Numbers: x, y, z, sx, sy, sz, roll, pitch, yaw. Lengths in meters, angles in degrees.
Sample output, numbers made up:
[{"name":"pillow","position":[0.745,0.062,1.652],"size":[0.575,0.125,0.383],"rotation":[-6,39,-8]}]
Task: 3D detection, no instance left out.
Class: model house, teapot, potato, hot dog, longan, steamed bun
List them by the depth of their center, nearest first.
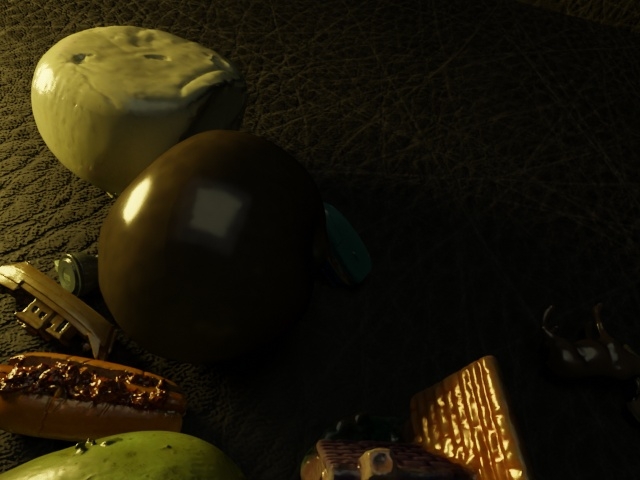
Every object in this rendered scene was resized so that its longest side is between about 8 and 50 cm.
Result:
[{"name":"potato","position":[-0.205,0.288,0.483],"size":[0.304,0.215,0.215],"rotation":[-17,53,-16]},{"name":"model house","position":[0.109,0.247,0.578],"size":[0.237,0.237,0.202],"rotation":[9,47,-6]},{"name":"hot dog","position":[-0.286,0.188,0.645],"size":[0.249,0.076,0.102],"rotation":[11,48,-5]},{"name":"longan","position":[-0.134,-0.002,0.729],"size":[0.288,0.288,0.350],"rotation":[22,52,7]},{"name":"teapot","position":[-0.350,0.044,0.786],"size":[0.088,0.066,0.057],"rotation":[19,20,35]},{"name":"steamed bun","position":[-0.306,-0.210,0.920],"size":[0.312,0.233,0.334],"rotation":[29,38,16]}]

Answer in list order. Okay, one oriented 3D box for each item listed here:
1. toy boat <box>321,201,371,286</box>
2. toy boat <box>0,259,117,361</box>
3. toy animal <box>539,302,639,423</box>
[{"name":"toy boat","position":[0.000,0.000,0.896],"size":[0.091,0.110,0.175],"rotation":[-46,112,-40]},{"name":"toy boat","position":[-0.364,0.099,0.724],"size":[0.206,0.064,0.072],"rotation":[31,62,16]},{"name":"toy animal","position":[0.454,0.193,0.835],"size":[0.214,0.093,0.186],"rotation":[-3,43,-7]}]
